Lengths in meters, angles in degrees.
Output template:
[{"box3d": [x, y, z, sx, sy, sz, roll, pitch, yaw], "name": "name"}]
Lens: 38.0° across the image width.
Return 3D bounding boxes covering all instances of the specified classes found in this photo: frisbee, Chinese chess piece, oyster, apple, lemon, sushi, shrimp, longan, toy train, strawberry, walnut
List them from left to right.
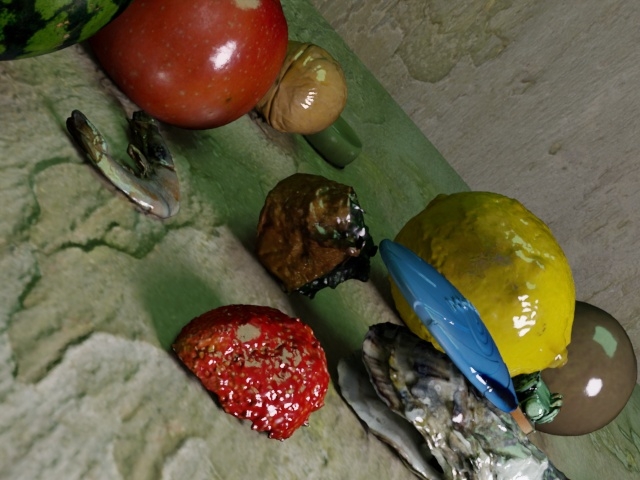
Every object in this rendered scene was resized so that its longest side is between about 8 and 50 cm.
[{"box3d": [-0.214, -0.108, 0.998, 0.148, 0.035, 0.195, 31, 25, -41], "name": "shrimp"}, {"box3d": [-0.161, -0.270, 1.175, 0.260, 0.216, 0.260, 48, 15, -17], "name": "apple"}, {"box3d": [-0.059, 0.105, 0.864, 0.187, 0.082, 0.146, 23, 24, -48], "name": "strawberry"}, {"box3d": [-0.037, -0.257, 1.571, 0.165, 0.165, 0.197, 50, 8, 3], "name": "walnut"}, {"box3d": [0.000, -0.001, 1.123, 0.140, 0.149, 0.287, 16, -1, 3], "name": "sushi"}, {"box3d": [0.015, -0.205, 1.768, 0.144, 0.058, 0.144, 43, 17, -16], "name": "Chinese chess piece"}, {"box3d": [0.154, 0.087, 1.051, 0.242, 0.045, 0.242, 48, 11, -12], "name": "frisbee"}, {"box3d": [0.170, 0.229, 1.075, 0.351, 0.158, 0.162, 37, 52, 0], "name": "oyster"}, {"box3d": [0.245, 0.070, 1.402, 0.268, 0.268, 0.322, 22, 30, -58], "name": "lemon"}, {"box3d": [0.301, 0.250, 1.407, 0.074, 0.118, 0.176, 56, 13, 4], "name": "toy train"}, {"box3d": [0.407, 0.214, 1.579, 0.248, 0.248, 0.248, 44, 17, -17], "name": "longan"}]

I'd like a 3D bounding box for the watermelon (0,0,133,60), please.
[{"box3d": [-0.278, -0.296, 0.798, 0.285, 0.285, 0.285, 44, 17, -17], "name": "watermelon"}]
